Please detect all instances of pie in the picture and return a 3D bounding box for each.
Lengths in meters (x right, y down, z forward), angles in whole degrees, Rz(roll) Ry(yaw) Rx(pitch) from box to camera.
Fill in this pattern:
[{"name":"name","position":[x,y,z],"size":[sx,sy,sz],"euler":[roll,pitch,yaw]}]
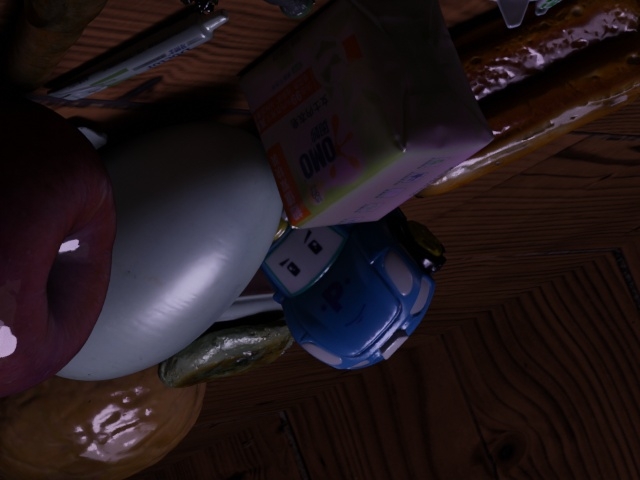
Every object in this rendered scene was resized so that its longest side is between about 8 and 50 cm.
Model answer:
[{"name":"pie","position":[-0.112,0.139,2.188],"size":[0.186,0.041,0.187],"euler":[-18,167,-4]}]

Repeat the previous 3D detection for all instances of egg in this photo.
[{"name":"egg","position":[-0.194,0.008,1.918],"size":[0.371,0.230,0.230],"euler":[-38,161,24]}]

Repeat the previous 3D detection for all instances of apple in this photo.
[{"name":"apple","position":[-0.324,0.002,1.587],"size":[0.235,0.306,0.306],"euler":[15,176,15]}]

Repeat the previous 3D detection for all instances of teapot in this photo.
[{"name":"teapot","position":[-0.033,-0.227,1.614],"size":[0.042,0.043,0.110],"euler":[-23,170,8]}]

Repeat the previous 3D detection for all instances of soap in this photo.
[{"name":"soap","position":[0.043,-0.132,1.807],"size":[0.138,0.182,0.199],"euler":[-8,161,-44]}]

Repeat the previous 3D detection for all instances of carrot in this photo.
[{"name":"carrot","position":[-0.215,-0.188,1.440],"size":[0.070,0.070,0.342],"euler":[-14,169,-28]}]

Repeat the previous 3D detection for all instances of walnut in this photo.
[{"name":"walnut","position":[-0.308,0.187,2.354],"size":[0.332,0.333,0.333],"euler":[-20,167,-5]}]

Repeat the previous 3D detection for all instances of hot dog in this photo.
[{"name":"hot dog","position":[0.218,-0.178,1.986],"size":[0.348,0.158,0.117],"euler":[-26,-175,9]}]

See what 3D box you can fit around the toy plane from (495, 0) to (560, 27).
[{"name":"toy plane","position":[0.246,-0.273,1.777],"size":[0.174,0.080,0.174],"euler":[-22,168,-5]}]

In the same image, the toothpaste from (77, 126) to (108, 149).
[{"name":"toothpaste","position":[-0.330,-0.063,1.837],"size":[0.233,0.038,0.060],"euler":[-26,161,14]}]

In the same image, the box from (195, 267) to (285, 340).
[{"name":"box","position":[-0.132,0.023,2.184],"size":[0.175,0.182,0.312],"euler":[-29,165,37]}]

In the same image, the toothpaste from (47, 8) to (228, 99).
[{"name":"toothpaste","position":[-0.168,-0.172,1.658],"size":[0.197,0.029,0.048],"euler":[-23,167,24]}]

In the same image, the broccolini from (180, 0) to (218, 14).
[{"name":"broccolini","position":[-0.113,-0.253,1.406],"size":[0.074,0.058,0.201],"euler":[-35,151,0]}]

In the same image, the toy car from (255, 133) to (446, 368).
[{"name":"toy car","position":[0.000,0.000,2.004],"size":[0.166,0.314,0.198],"euler":[18,124,-46]}]
